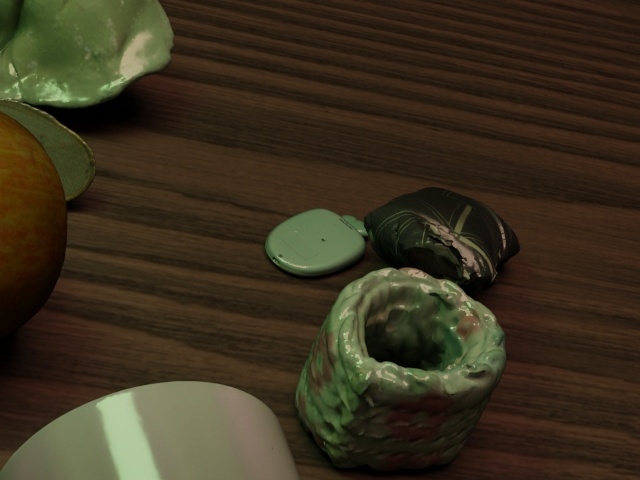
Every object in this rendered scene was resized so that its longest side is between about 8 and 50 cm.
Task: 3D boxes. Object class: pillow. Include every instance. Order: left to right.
[{"bbox_3d":[0.143,-0.003,1.704,0.161,0.093,0.335,19,9,11],"label":"pillow"}]

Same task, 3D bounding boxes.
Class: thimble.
[{"bbox_3d":[0.077,0.136,1.512,0.185,0.149,0.211,36,39,19],"label":"thimble"}]

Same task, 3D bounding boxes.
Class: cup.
[{"bbox_3d":[-0.100,0.311,1.130,0.253,0.253,0.371,-1,44,-25],"label":"cup"}]

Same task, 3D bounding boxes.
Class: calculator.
[{"bbox_3d":[0.000,0.000,1.758,0.153,0.021,0.095,-26,56,-40],"label":"calculator"}]

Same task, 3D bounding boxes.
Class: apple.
[{"bbox_3d":[-0.360,-0.015,1.423,0.264,0.264,0.264,12,37,-9],"label":"apple"}]

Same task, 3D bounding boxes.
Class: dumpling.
[{"bbox_3d":[-0.346,-0.290,1.848,0.320,0.270,0.212,16,5,38],"label":"dumpling"}]

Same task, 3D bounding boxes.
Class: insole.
[{"bbox_3d":[-0.419,-0.125,1.648,0.348,0.119,0.009,21,3,-10],"label":"insole"}]
